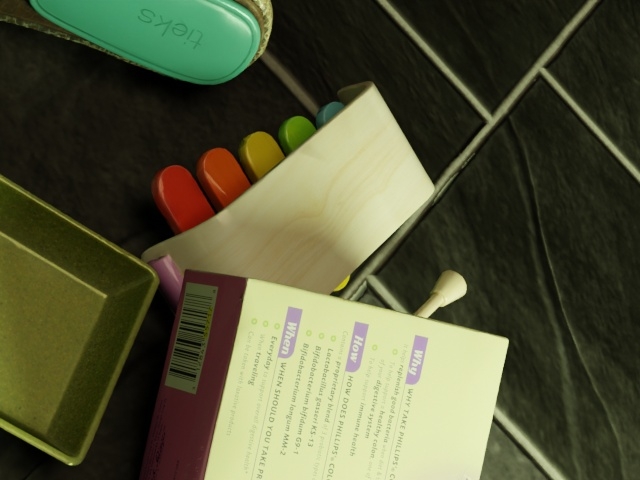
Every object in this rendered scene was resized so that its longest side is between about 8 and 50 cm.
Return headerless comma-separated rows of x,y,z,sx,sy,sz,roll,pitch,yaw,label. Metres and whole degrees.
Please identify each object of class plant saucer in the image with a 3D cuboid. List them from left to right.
-0.239,0.059,1.231,0.188,0.045,0.188,32,53,-17,plant saucer

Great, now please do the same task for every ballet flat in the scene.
-0.258,-0.264,1.330,0.483,0.164,0.182,16,38,-35,ballet flat

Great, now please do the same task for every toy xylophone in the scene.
0.000,0.000,1.399,0.323,0.081,0.236,-32,100,-42,toy xylophone

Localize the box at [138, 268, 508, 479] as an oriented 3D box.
-0.001,0.151,1.255,0.243,0.117,0.213,14,86,-28,box
